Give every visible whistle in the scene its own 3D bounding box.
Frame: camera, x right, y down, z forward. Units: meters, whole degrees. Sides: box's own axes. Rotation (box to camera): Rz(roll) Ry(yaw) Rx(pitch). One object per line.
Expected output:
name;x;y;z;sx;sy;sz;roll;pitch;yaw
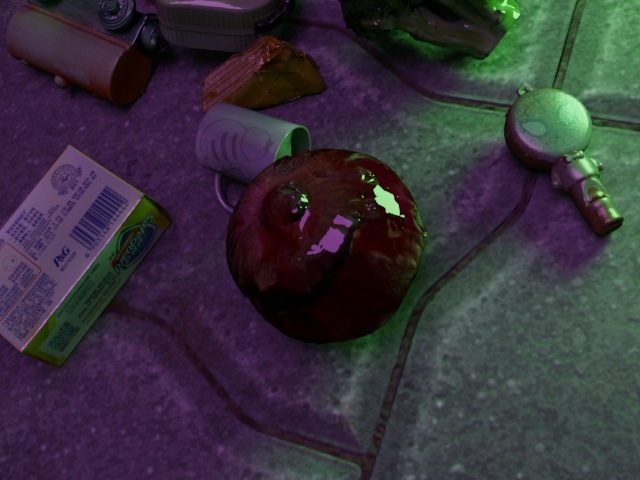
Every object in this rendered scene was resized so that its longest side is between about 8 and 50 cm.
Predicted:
whistle;0.302;-0.104;1.013;0.107;0.057;0.220;-23;67;-9

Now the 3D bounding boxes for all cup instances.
cup;-0.099;-0.109;1.110;0.133;0.099;0.136;21;75;23

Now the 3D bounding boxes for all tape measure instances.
tape measure;-0.130;-0.397;1.215;0.207;0.115;0.235;6;57;6

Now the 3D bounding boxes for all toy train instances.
toy train;-0.369;-0.318;1.281;0.285;0.116;0.177;26;89;24

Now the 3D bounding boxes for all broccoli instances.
broccoli;0.152;-0.376;1.075;0.275;0.308;0.308;40;83;-8

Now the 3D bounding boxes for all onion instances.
onion;0.000;0.000;0.984;0.246;0.190;0.246;-13;62;25

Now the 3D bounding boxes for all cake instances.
cake;-0.081;-0.232;1.193;0.185;0.116;0.080;-36;52;36

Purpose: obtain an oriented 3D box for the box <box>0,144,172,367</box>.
box;-0.355;0.019;1.135;0.168;0.097;0.265;30;79;25
